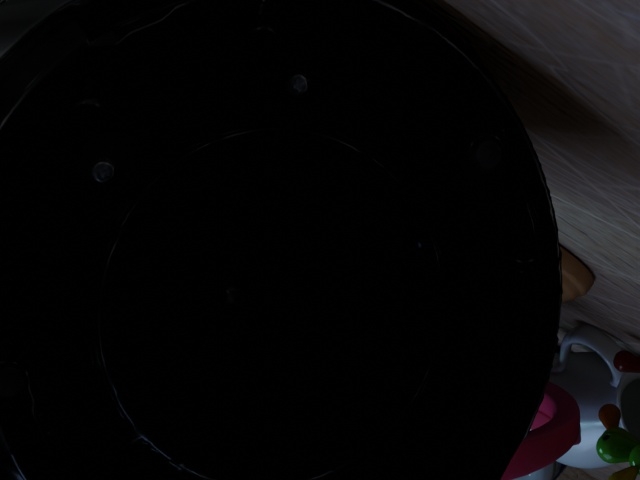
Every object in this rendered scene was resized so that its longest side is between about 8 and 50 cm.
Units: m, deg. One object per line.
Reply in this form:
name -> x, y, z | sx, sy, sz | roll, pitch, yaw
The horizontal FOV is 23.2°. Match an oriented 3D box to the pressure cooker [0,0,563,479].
pressure cooker -> -0.093, 0.014, 0.960 | 0.370, 0.375, 0.420 | 58, 164, -19

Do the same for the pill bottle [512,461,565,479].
pill bottle -> 0.263, 0.264, 2.086 | 0.153, 0.153, 0.265 | 28, -164, 16

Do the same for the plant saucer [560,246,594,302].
plant saucer -> 0.135, 0.003, 1.325 | 0.200, 0.037, 0.200 | 29, 174, 4

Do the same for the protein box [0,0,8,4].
protein box -> -0.221, -0.105, 1.288 | 0.200, 0.201, 0.136 | 30, 174, -6

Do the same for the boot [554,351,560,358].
boot -> 0.300, 0.189, 1.949 | 0.123, 0.095, 0.258 | 32, 169, 35

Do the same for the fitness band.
fitness band -> 0.140, 0.180, 1.592 | 0.209, 0.054, 0.291 | -8, -167, -25

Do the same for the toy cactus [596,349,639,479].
toy cactus -> 0.340, 0.194, 1.411 | 0.180, 0.112, 0.219 | 17, -146, -7

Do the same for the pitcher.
pitcher -> 0.286, 0.161, 1.649 | 0.178, 0.125, 0.207 | 51, 158, -11
